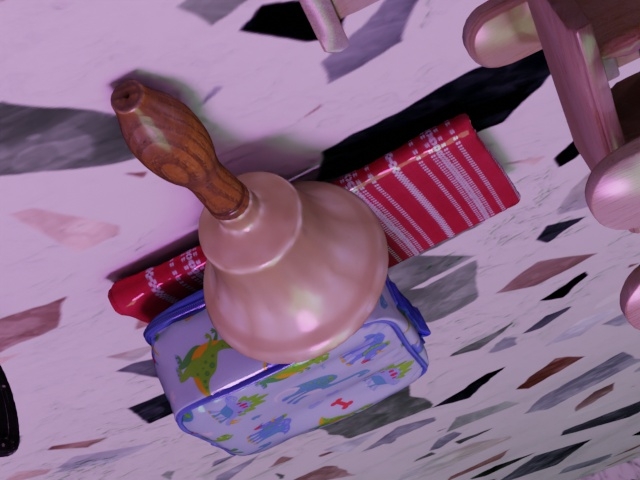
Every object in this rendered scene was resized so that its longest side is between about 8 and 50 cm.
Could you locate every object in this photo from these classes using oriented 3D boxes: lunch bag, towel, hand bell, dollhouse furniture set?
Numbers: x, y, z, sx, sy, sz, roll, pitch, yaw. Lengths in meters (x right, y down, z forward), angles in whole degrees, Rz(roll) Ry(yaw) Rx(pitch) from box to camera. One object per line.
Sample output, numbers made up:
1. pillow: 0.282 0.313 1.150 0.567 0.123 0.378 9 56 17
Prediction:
1. lunch bag: -0.016 0.076 1.162 0.176 0.090 0.219 -24 162 6
2. towel: 0.000 0.000 1.164 0.275 0.031 0.199 -27 162 9
3. hand bell: -0.058 -0.029 0.944 0.126 0.126 0.242 -26 149 9
4. dollhouse furniture set: 0.085 -0.093 0.727 0.161 0.212 0.242 -26 136 2

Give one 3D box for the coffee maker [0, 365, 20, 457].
1. coffee maker: -0.312 0.131 1.056 0.171 0.120 0.178 25 133 -36
